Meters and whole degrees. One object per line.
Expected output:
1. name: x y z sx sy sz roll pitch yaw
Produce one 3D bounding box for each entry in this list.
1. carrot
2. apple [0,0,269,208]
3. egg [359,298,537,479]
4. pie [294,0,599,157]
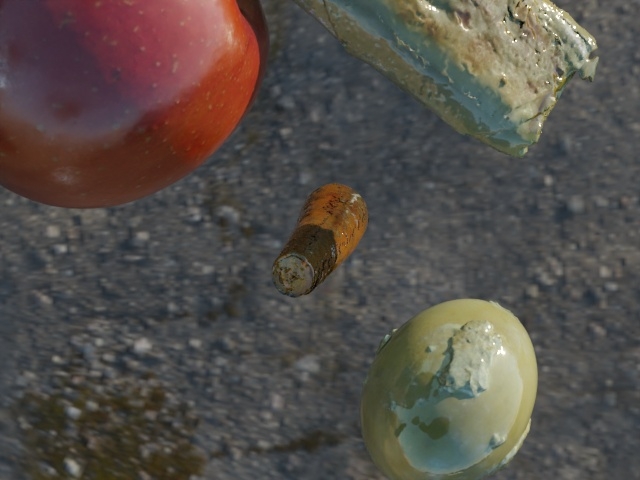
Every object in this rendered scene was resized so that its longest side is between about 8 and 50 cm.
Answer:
1. carrot: 0.000 0.000 1.204 0.055 0.161 0.055 4 110 11
2. apple: -0.159 -0.156 1.079 0.217 0.260 0.260 -21 98 12
3. egg: 0.123 0.146 1.475 0.164 0.164 0.201 43 62 -16
4. pie: 0.075 -0.170 1.109 0.282 0.068 0.128 34 79 -18
